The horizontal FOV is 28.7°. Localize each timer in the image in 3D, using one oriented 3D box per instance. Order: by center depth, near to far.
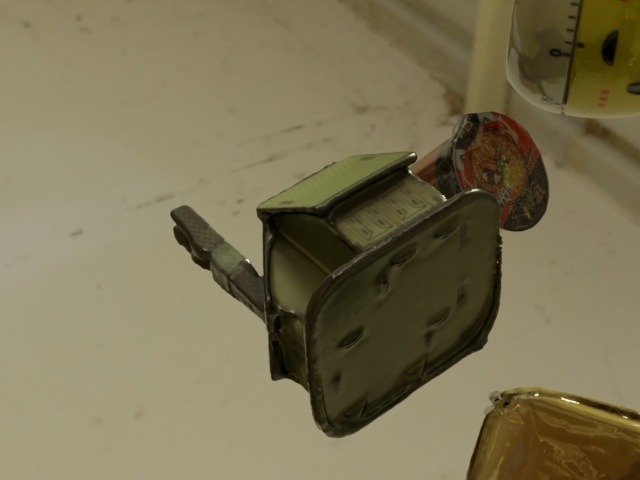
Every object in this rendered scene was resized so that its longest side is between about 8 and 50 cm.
[{"bbox_3d":[0.340,-0.248,1.284,0.285,0.285,0.285,35,-46,45],"label":"timer"}]

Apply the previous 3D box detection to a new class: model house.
[{"bbox_3d":[0.000,0.000,1.159,0.278,0.218,0.205,40,-32,37],"label":"model house"}]

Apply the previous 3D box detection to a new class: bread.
[{"bbox_3d":[0.240,0.211,1.026,0.241,0.136,0.107,15,-14,11],"label":"bread"}]

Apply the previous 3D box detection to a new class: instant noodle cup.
[{"bbox_3d":[0.138,-0.048,1.250,0.135,0.127,0.127,-27,-96,50],"label":"instant noodle cup"}]
